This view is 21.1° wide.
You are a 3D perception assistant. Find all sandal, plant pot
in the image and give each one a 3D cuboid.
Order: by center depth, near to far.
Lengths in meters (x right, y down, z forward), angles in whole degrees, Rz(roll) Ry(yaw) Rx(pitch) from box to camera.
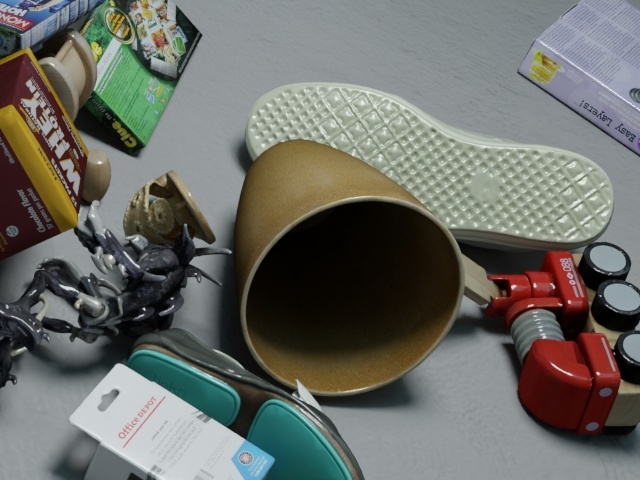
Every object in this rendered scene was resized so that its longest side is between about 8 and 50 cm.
[{"bbox_3d":[-0.170,-0.021,1.820,0.088,0.079,0.240,59,-5,-10],"label":"sandal"},{"bbox_3d":[0.000,0.000,1.846,0.237,0.237,0.254,7,26,-22],"label":"plant pot"}]

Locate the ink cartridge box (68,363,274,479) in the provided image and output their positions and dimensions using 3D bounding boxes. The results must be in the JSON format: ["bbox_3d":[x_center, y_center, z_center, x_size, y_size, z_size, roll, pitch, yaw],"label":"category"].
[{"bbox_3d":[-0.148,0.207,1.630,0.180,0.060,0.104,32,39,6],"label":"ink cartridge box"}]

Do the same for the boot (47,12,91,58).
[{"bbox_3d":[-0.283,-0.254,2.087,0.137,0.077,0.198,52,42,8],"label":"boot"}]

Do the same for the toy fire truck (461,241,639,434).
[{"bbox_3d":[0.240,0.095,1.922,0.246,0.158,0.217,0,44,-12],"label":"toy fire truck"}]

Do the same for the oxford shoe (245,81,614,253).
[{"bbox_3d":[0.126,-0.076,2.064,0.449,0.169,0.130,13,-4,-5],"label":"oxford shoe"}]

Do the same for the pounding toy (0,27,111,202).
[{"bbox_3d":[-0.340,-0.146,1.848,0.269,0.154,0.155,24,38,-3],"label":"pounding toy"}]

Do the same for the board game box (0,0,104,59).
[{"bbox_3d":[-0.358,-0.241,1.819,0.194,0.060,0.194,22,42,25],"label":"board game box"}]

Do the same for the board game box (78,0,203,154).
[{"bbox_3d":[-0.225,-0.224,2.055,0.136,0.030,0.260,50,32,-22],"label":"board game box"}]

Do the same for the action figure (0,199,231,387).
[{"bbox_3d":[-0.226,0.039,1.704,0.275,0.164,0.141,-23,64,-37],"label":"action figure"}]

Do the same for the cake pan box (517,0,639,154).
[{"bbox_3d":[0.444,-0.244,2.467,0.245,0.070,0.267,37,40,10],"label":"cake pan box"}]

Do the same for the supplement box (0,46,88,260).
[{"bbox_3d":[-0.341,-0.065,1.662,0.191,0.129,0.194,-24,23,7],"label":"supplement box"}]

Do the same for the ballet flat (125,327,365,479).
[{"bbox_3d":[-0.061,0.167,1.705,0.280,0.095,0.096,34,27,9],"label":"ballet flat"}]
